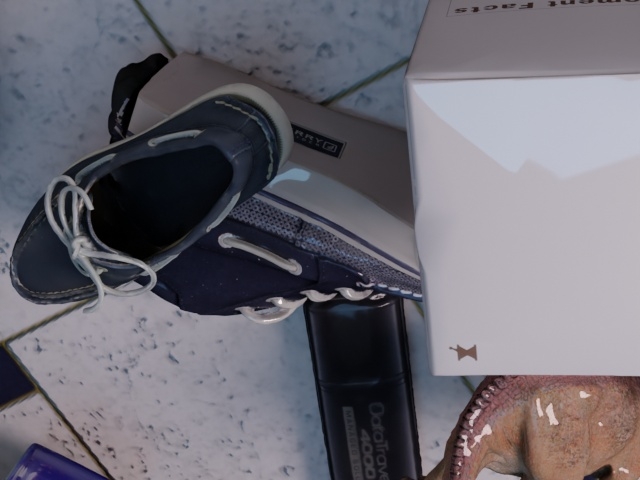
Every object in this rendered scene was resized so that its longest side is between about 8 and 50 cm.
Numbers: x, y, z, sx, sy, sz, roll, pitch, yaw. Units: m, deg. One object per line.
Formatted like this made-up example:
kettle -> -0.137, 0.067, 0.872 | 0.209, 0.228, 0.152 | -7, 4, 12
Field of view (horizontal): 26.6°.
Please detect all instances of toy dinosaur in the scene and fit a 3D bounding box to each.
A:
toy dinosaur -> 0.172, 0.111, 0.926 | 0.127, 0.295, 0.200 | 47, 133, 36

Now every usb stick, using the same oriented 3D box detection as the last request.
usb stick -> 0.040, 0.152, 1.078 | 0.077, 0.045, 0.278 | -5, 117, 6

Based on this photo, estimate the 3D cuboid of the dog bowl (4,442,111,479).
dog bowl -> -0.252, 0.301, 1.089 | 0.104, 0.265, 0.265 | 30, 120, -3

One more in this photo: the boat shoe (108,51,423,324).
boat shoe -> 0.000, 0.000, 0.969 | 0.340, 0.127, 0.158 | 26, 126, 6

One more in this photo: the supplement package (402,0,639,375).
supplement package -> 0.156, -0.070, 0.790 | 0.175, 0.293, 0.177 | -1, 119, 12

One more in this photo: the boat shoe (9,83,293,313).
boat shoe -> -0.127, -0.015, 0.887 | 0.254, 0.079, 0.095 | -24, 104, 33
